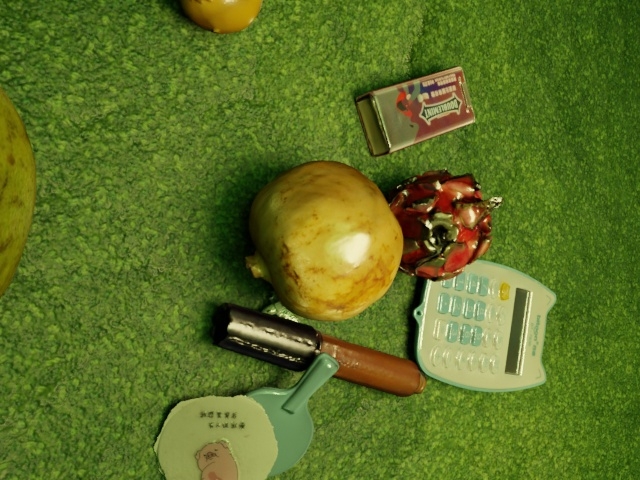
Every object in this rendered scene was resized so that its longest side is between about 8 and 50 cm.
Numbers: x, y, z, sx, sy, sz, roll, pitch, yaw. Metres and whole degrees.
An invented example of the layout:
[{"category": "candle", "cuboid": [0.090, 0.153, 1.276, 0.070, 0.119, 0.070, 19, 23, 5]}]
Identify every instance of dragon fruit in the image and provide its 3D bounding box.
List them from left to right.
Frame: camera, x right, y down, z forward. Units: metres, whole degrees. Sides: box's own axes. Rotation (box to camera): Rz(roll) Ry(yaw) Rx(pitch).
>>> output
[{"category": "dragon fruit", "cuboid": [0.190, -0.024, 0.909, 0.192, 0.274, 0.193, 12, 110, 6]}]

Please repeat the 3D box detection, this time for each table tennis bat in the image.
[{"category": "table tennis bat", "cuboid": [-0.060, 0.266, 0.828, 0.149, 0.038, 0.237, 39, 95, -16]}]

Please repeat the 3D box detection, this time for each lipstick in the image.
[{"category": "lipstick", "cuboid": [0.016, 0.192, 0.893, 0.418, 0.077, 0.077, 23, 78, -30]}]

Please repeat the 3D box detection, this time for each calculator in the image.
[{"category": "calculator", "cuboid": [0.328, 0.171, 1.085, 0.386, 0.054, 0.256, 15, 82, -32]}]

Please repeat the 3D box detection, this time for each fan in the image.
[{"category": "fan", "cuboid": [-0.158, 0.380, 0.802, 0.182, 0.010, 0.310, 3, 95, -10]}]

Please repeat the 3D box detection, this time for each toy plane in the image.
[{"category": "toy plane", "cuboid": [-0.061, 0.103, 0.874, 0.083, 0.033, 0.080, -26, 91, -28]}]

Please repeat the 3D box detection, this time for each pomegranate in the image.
[{"category": "pomegranate", "cuboid": [0.000, 0.000, 0.797, 0.248, 0.248, 0.248, 1, 89, -31]}]

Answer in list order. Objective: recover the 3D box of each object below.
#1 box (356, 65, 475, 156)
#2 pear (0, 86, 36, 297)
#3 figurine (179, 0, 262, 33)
[{"category": "box", "cuboid": [0.180, -0.242, 1.001, 0.224, 0.069, 0.120, -25, 102, -28]}, {"category": "pear", "cuboid": [-0.456, -0.059, 0.482, 0.352, 0.352, 0.413, -25, 105, -28]}, {"category": "figurine", "cuboid": [-0.132, -0.429, 0.775, 0.215, 0.215, 0.228, -21, 85, -29]}]
